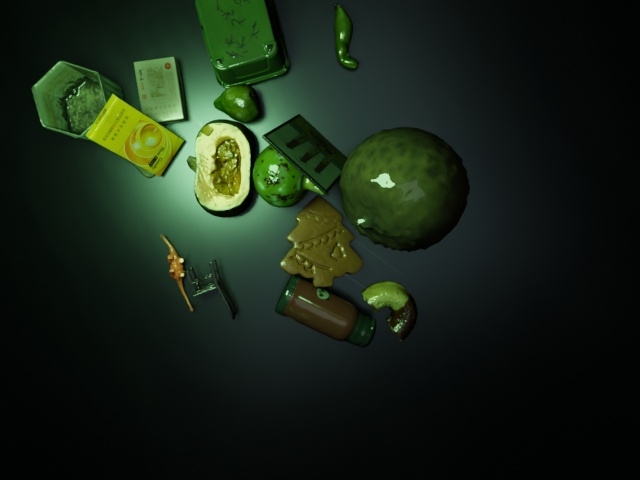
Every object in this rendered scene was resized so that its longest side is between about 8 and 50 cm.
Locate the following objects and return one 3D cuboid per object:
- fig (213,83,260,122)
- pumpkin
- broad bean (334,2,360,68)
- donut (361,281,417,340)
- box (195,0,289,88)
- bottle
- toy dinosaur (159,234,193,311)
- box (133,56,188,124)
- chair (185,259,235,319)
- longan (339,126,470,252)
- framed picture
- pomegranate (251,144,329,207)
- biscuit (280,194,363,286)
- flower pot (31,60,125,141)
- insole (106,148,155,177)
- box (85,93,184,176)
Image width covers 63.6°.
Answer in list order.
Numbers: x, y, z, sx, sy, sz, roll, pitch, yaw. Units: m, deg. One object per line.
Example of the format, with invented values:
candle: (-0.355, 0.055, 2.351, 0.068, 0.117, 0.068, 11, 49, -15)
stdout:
fig: (-0.275, -0.438, 1.658, 0.156, 0.123, 0.123, -7, 96, 11)
pumpkin: (-0.329, -0.232, 1.673, 0.221, 0.139, 0.318, 4, 99, -3)
broad bean: (0.076, -0.660, 1.663, 0.070, 0.048, 0.214, -13, 96, 2)
donut: (0.248, 0.227, 1.737, 0.217, 0.085, 0.141, 44, 95, -2)
box: (-0.249, -0.665, 1.602, 0.252, 0.178, 0.329, -16, 96, 1)
bottle: (0.026, 0.245, 1.711, 0.335, 0.144, 0.144, 27, 96, -2)
toy dinosaur: (-0.479, 0.110, 1.739, 0.055, 0.101, 0.280, -15, 86, -14)
box: (-0.520, -0.484, 1.684, 0.140, 0.058, 0.201, -9, 97, 2)
chair: (-0.369, 0.182, 1.742, 0.101, 0.084, 0.213, -19, 96, -1)
longan: (0.251, -0.144, 1.546, 0.390, 0.391, 0.392, 0, 96, 1)
framed picture: (-0.028, -0.273, 1.580, 0.244, 0.324, 0.013, 41, 118, -4)
pomegranate: (-0.091, -0.200, 1.603, 0.262, 0.211, 0.211, 14, 96, 13)
biscuit: (0.000, 0.000, 1.696, 0.283, 0.043, 0.307, -2, 80, -16)
flower pot: (-0.747, -0.427, 1.627, 0.239, 0.189, 0.210, 17, 94, -1)
insole: (-0.649, -0.305, 1.731, 0.253, 0.005, 0.086, 38, 96, -3)
box: (-0.573, -0.321, 1.617, 0.043, 0.269, 0.152, 39, 95, 40)
